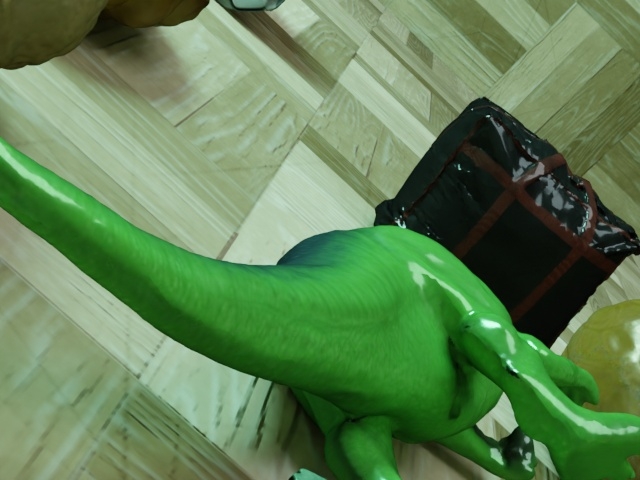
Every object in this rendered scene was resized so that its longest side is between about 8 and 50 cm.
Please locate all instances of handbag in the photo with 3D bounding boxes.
[{"bbox_3d":[0.174,-0.010,0.998,0.215,0.169,0.155,40,16,-12],"label":"handbag"}]

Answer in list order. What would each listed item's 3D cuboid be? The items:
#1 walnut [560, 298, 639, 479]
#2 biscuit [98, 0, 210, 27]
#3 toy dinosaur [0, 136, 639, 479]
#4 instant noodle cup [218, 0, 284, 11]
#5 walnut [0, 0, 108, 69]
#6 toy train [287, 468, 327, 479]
[{"bbox_3d":[0.284,0.152,0.852,0.195,0.195,0.221,29,30,-43],"label":"walnut"},{"bbox_3d":[-0.218,-0.292,0.841,0.326,0.107,0.325,43,22,-22],"label":"biscuit"},{"bbox_3d":[0.000,0.000,0.617,0.500,0.144,0.374,41,11,-28],"label":"toy dinosaur"},{"bbox_3d":[-0.088,-0.427,1.317,0.259,0.302,0.181,11,6,-5],"label":"instant noodle cup"},{"bbox_3d":[-0.180,-0.156,0.528,0.155,0.155,0.184,25,23,-49],"label":"walnut"},{"bbox_3d":[0.032,0.155,0.435,0.172,0.070,0.099,34,12,-28],"label":"toy train"}]
